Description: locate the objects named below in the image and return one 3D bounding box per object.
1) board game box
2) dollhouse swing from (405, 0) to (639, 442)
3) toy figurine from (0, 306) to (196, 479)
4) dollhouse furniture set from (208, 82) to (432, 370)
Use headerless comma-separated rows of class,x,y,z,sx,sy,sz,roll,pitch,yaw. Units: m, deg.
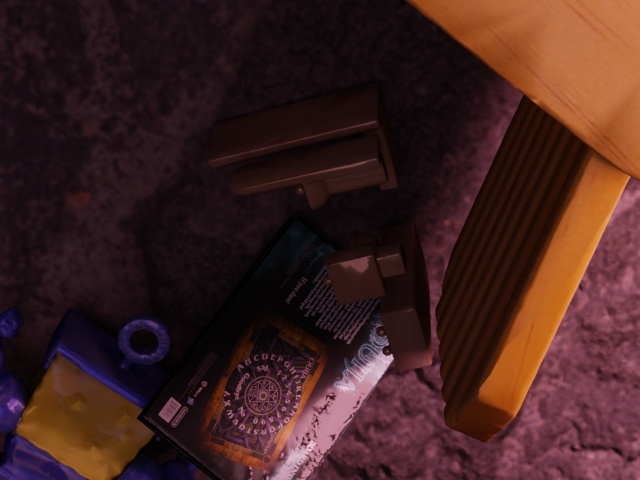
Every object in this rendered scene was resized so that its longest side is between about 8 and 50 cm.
board game box,-0.027,0.093,1.233,0.126,0.026,0.186,41,70,-10
dollhouse swing,0.065,-0.112,1.051,0.315,0.347,0.305,36,105,-9
toy figurine,-0.155,0.162,1.231,0.362,0.191,0.217,34,100,-10
dollhouse furniture set,0.000,0.000,1.207,0.123,0.144,0.151,-13,121,10
